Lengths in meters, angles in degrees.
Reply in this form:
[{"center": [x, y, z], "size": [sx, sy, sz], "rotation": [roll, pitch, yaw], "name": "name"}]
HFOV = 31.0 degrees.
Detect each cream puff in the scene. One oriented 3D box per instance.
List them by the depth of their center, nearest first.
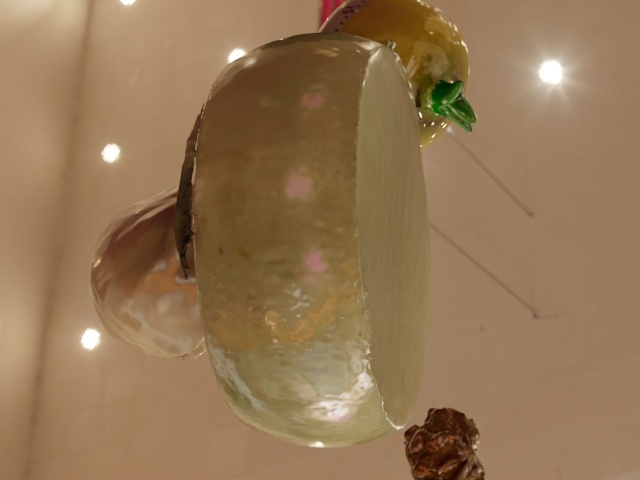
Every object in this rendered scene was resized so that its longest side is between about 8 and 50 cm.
[{"center": [0.158, 0.266, 1.432], "size": [0.094, 0.116, 0.122], "rotation": [-24, -155, 8], "name": "cream puff"}]

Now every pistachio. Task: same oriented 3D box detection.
[{"center": [-0.196, 0.048, 1.504], "size": [0.332, 0.208, 0.226], "rotation": [-28, -108, 52], "name": "pistachio"}]

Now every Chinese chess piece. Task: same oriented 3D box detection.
[{"center": [0.000, 0.000, 0.983], "size": [0.147, 0.349, 0.349], "rotation": [-2, -116, 14], "name": "Chinese chess piece"}]

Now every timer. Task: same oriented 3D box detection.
[{"center": [0.140, -0.246, 1.809], "size": [0.285, 0.285, 0.285], "rotation": [-16, -121, 28], "name": "timer"}]
